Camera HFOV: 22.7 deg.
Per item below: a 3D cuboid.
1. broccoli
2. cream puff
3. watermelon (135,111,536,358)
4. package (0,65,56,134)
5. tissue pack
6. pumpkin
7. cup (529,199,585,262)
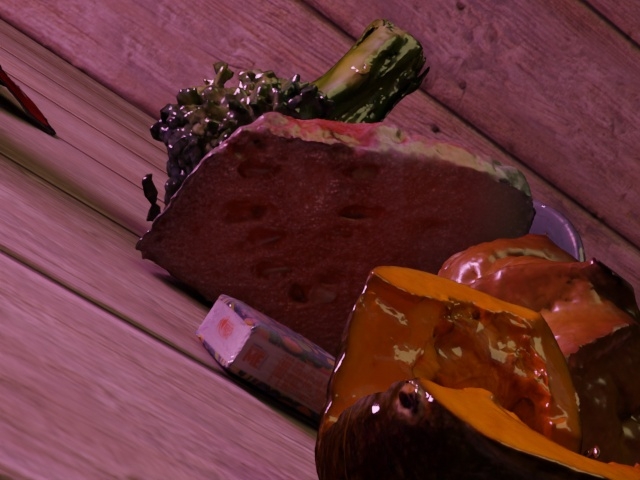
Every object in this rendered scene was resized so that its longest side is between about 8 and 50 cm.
[{"bbox_3d":[-0.001,-0.053,1.252,0.177,0.198,0.275,14,25,31],"label":"broccoli"},{"bbox_3d":[0.147,0.104,0.947,0.241,0.155,0.269,45,3,10],"label":"cream puff"},{"bbox_3d":[0.000,0.000,1.068,0.257,0.192,0.140,19,9,-26],"label":"watermelon"},{"bbox_3d":[-0.349,-0.202,1.432,0.194,0.071,0.269,27,20,-52],"label":"package"},{"bbox_3d":[-0.020,0.066,0.867,0.083,0.035,0.063,34,3,-27],"label":"tissue pack"},{"bbox_3d":[0.054,0.089,0.612,0.119,0.107,0.183,27,12,-11],"label":"pumpkin"},{"bbox_3d":[0.142,0.087,1.272,0.199,0.199,0.150,38,-14,52],"label":"cup"}]
